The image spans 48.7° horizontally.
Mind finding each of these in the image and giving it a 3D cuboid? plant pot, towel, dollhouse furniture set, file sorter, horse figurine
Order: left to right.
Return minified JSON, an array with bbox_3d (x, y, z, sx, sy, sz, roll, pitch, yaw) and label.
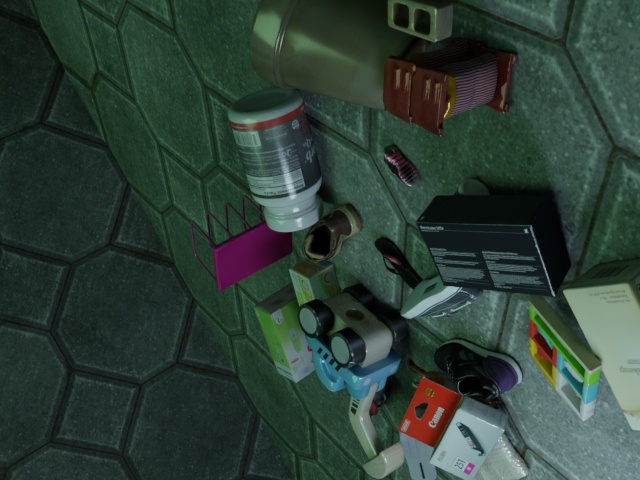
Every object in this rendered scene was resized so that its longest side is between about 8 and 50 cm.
[{"bbox_3d":[-0.263,-0.016,2.334,0.182,0.290,0.202,45,149,31],"label":"file sorter"},{"bbox_3d":[0.061,-0.413,1.433,0.280,0.323,0.323,32,145,15],"label":"plant pot"},{"bbox_3d":[0.344,0.408,1.926,0.263,0.066,0.174,31,164,10],"label":"horse figurine"},{"bbox_3d":[0.235,-0.396,1.243,0.152,0.201,0.374,33,137,41],"label":"dollhouse furniture set"},{"bbox_3d":[0.453,0.592,1.999,0.187,0.049,0.282,55,152,7],"label":"towel"}]

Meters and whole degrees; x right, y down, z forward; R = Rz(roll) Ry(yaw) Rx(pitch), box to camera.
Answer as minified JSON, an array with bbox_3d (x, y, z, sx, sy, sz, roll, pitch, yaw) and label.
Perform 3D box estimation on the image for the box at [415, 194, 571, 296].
[{"bbox_3d":[0.352,0.006,1.447,0.261,0.103,0.184,4,134,43],"label":"box"}]

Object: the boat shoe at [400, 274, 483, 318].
[{"bbox_3d":[0.302,0.149,1.766,0.102,0.108,0.301,35,150,-7],"label":"boat shoe"}]

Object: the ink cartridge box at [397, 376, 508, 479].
[{"bbox_3d":[0.342,0.512,1.902,0.238,0.060,0.275,23,133,10],"label":"ink cartridge box"}]

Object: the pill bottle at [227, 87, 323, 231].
[{"bbox_3d":[-0.112,-0.221,1.964,0.210,0.210,0.363,24,137,48],"label":"pill bottle"}]

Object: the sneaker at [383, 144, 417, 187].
[{"bbox_3d":[0.190,-0.171,1.697,0.119,0.047,0.057,57,160,20],"label":"sneaker"}]

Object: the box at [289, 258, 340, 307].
[{"bbox_3d":[-0.009,0.166,2.287,0.114,0.103,0.203,23,136,49],"label":"box"}]

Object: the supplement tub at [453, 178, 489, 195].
[{"bbox_3d":[0.318,-0.078,1.540,0.071,0.071,0.107,49,151,19],"label":"supplement tub"}]

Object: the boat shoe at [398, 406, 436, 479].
[{"bbox_3d":[0.299,0.613,2.188,0.119,0.121,0.335,-92,-4,-53],"label":"boat shoe"}]

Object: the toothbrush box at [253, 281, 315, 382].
[{"bbox_3d":[-0.079,0.306,2.431,0.122,0.206,0.283,16,130,52],"label":"toothbrush box"}]

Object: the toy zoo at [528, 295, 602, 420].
[{"bbox_3d":[0.509,0.260,1.489,0.192,0.030,0.293,57,174,37],"label":"toy zoo"}]

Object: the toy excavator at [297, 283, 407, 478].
[{"bbox_3d":[0.115,0.419,2.100,0.433,0.222,0.445,40,134,36],"label":"toy excavator"}]

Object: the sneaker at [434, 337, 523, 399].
[{"bbox_3d":[0.366,0.331,1.802,0.283,0.124,0.107,0,117,59],"label":"sneaker"}]

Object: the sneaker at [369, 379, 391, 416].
[{"bbox_3d":[0.174,0.506,2.329,0.097,0.135,0.276,39,171,12],"label":"sneaker"}]

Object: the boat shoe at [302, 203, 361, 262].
[{"bbox_3d":[0.000,0.000,2.086,0.123,0.123,0.342,58,152,2],"label":"boat shoe"}]

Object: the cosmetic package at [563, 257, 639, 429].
[{"bbox_3d":[0.598,0.193,1.297,0.310,0.113,0.160,62,153,-4],"label":"cosmetic package"}]

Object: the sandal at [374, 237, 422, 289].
[{"bbox_3d":[0.203,0.065,1.902,0.179,0.040,0.067,51,152,16],"label":"sandal"}]
